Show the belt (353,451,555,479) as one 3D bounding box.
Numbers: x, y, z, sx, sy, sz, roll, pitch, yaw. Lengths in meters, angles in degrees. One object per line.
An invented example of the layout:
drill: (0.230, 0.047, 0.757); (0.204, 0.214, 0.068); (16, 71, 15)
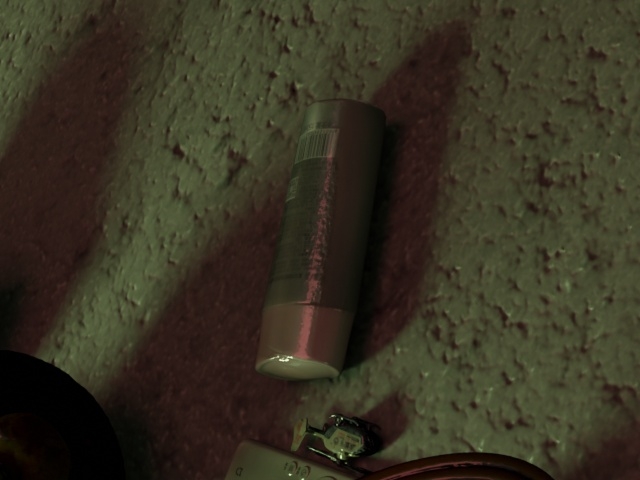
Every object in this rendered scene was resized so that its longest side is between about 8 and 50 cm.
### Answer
belt: (0.066, 0.297, 1.465); (0.338, 0.122, 0.217); (-24, 44, 18)

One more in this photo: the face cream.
face cream: (0.000, 0.000, 1.806); (0.107, 0.073, 0.269); (-14, 59, 50)

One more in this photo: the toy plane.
toy plane: (0.016, 0.181, 1.720); (0.120, 0.031, 0.049); (15, 89, 49)

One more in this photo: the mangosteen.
mangosteen: (-0.330, 0.239, 1.871); (0.233, 0.287, 0.287); (-23, 51, 16)

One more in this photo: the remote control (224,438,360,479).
remote control: (-0.006, 0.235, 1.714); (0.261, 0.029, 0.067); (12, 79, 51)
